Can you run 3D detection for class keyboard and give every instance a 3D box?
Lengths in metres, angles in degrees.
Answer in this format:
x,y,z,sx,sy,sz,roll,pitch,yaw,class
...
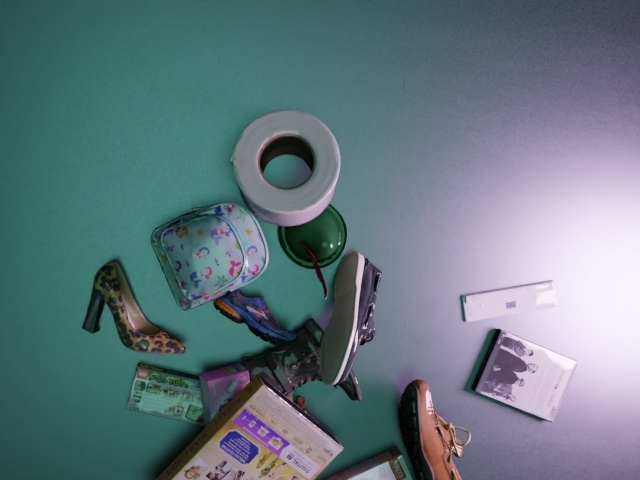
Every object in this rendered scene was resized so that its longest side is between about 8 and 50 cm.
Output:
x,y,z,sx,sy,sz,roll,pitch,yaw,class
0.499,0.160,1.954,0.256,0.014,0.072,-9,101,-7,keyboard

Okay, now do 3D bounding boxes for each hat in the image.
x,y,z,sx,sy,sz,roll,pitch,yaw,class
0.000,0.000,1.782,0.173,0.183,0.208,-37,99,-4,hat

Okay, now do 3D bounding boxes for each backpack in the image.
x,y,z,sx,sy,sz,roll,pitch,yaw,class
-0.253,0.026,1.755,0.254,0.191,0.225,-22,93,-12,backpack

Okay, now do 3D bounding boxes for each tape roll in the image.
x,y,z,sx,sy,sz,roll,pitch,yaw,class
-0.079,-0.166,1.740,0.246,0.169,0.246,0,81,-1,tape roll

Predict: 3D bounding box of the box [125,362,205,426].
x,y,z,sx,sy,sz,roll,pitch,yaw,class
-0.364,0.383,1.839,0.207,0.036,0.114,15,92,-9,box

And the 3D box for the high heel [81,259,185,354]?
x,y,z,sx,sy,sz,roll,pitch,yaw,class
-0.429,0.164,1.779,0.261,0.093,0.186,19,98,0,high heel

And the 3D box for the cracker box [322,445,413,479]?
x,y,z,sx,sy,sz,roll,pitch,yaw,class
0.128,0.655,1.915,0.232,0.067,0.155,-24,98,-6,cracker box

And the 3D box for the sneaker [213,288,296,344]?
x,y,z,sx,sy,sz,roll,pitch,yaw,class
-0.151,0.180,1.814,0.221,0.083,0.087,31,73,5,sneaker

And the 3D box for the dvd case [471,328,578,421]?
x,y,z,sx,sy,sz,roll,pitch,yaw,class
0.543,0.358,1.967,0.239,0.029,0.179,23,91,-10,dvd case

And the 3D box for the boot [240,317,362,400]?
x,y,z,sx,sy,sz,roll,pitch,yaw,class
-0.046,0.347,1.860,0.229,0.091,0.263,-37,88,-3,boot

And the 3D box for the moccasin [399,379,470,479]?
x,y,z,sx,sy,sz,roll,pitch,yaw,class
0.302,0.530,1.895,0.147,0.139,0.379,-19,95,-12,moccasin

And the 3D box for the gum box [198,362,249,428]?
x,y,z,sx,sy,sz,roll,pitch,yaw,class
-0.229,0.408,1.820,0.107,0.062,0.188,-11,106,-28,gum box

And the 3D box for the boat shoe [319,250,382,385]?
x,y,z,sx,sy,sz,roll,pitch,yaw,class
0.086,0.199,1.810,0.113,0.127,0.339,26,56,-28,boat shoe

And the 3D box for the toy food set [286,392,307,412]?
x,y,z,sx,sy,sz,roll,pitch,yaw,class
-0.069,0.449,1.895,0.078,0.019,0.122,18,87,-9,toy food set

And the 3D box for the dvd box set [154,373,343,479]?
x,y,z,sx,sy,sz,roll,pitch,yaw,class
-0.189,0.566,1.800,0.420,0.062,0.307,-47,117,-1,dvd box set
